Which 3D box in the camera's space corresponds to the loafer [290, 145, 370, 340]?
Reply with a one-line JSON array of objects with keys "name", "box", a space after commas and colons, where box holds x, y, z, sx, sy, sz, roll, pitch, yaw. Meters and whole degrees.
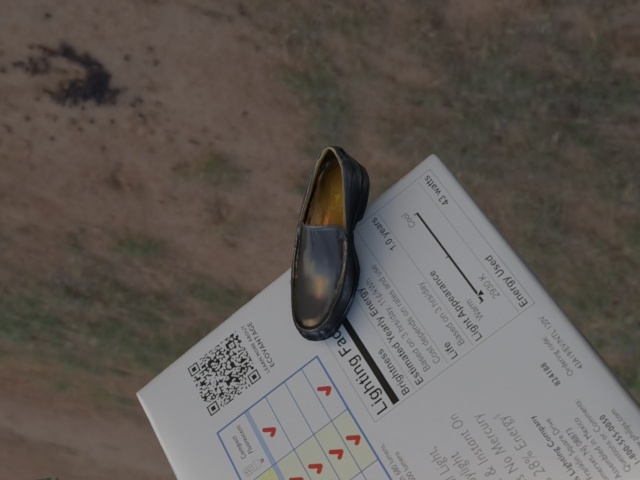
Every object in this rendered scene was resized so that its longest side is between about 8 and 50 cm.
[{"name": "loafer", "box": [0.000, 0.000, 0.957, 0.062, 0.170, 0.061, -2, 158, 21]}]

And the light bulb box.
[{"name": "light bulb box", "box": [0.089, 0.188, 1.004, 0.361, 0.358, 0.225, -39, 145, 8]}]

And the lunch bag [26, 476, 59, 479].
[{"name": "lunch bag", "box": [-0.376, 0.353, 1.001, 0.287, 0.235, 0.169, -1, -168, -17]}]
